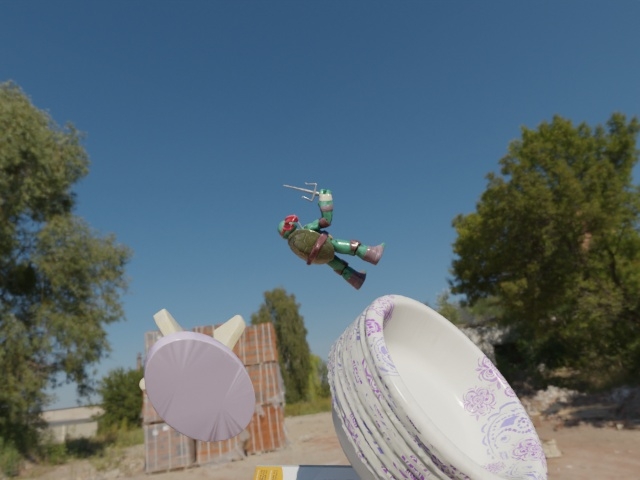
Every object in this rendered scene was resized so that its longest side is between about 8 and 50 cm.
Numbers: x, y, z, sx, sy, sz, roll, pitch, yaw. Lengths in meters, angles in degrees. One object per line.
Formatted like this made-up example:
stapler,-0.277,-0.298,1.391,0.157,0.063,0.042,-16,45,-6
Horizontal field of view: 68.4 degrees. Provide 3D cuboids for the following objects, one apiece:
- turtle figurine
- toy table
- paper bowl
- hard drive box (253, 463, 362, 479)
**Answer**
turtle figurine,0.000,0.000,0.936,0.234,0.118,0.175,30,-38,-2
toy table,-0.249,0.263,0.960,0.252,0.275,0.161,-24,28,-15
paper bowl,0.127,0.219,0.601,0.284,0.284,0.148,13,-54,-49
hard drive box,0.007,0.429,0.676,0.231,0.181,0.089,-9,-47,19
